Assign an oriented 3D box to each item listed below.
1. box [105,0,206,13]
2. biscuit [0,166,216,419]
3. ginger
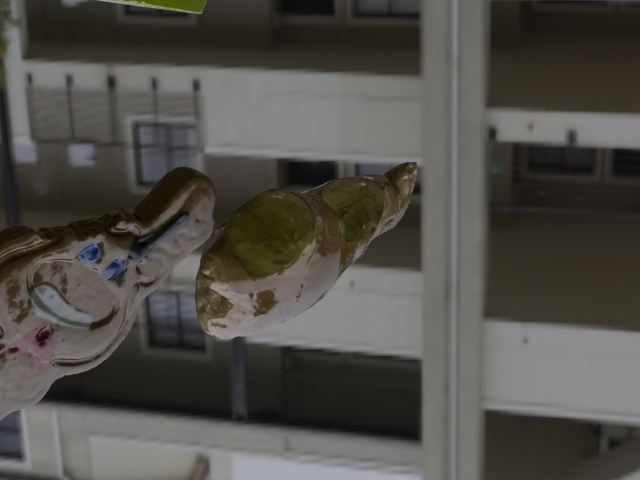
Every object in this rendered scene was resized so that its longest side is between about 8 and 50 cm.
[{"bbox_3d":[-0.198,-0.273,0.994,0.175,0.062,0.260,2,-141,-33],"label":"box"},{"bbox_3d":[-0.227,0.043,1.228,0.319,0.183,0.047,-33,-133,-19],"label":"biscuit"},{"bbox_3d":[0.000,0.000,1.051,0.086,0.131,0.294,35,-154,16],"label":"ginger"}]
